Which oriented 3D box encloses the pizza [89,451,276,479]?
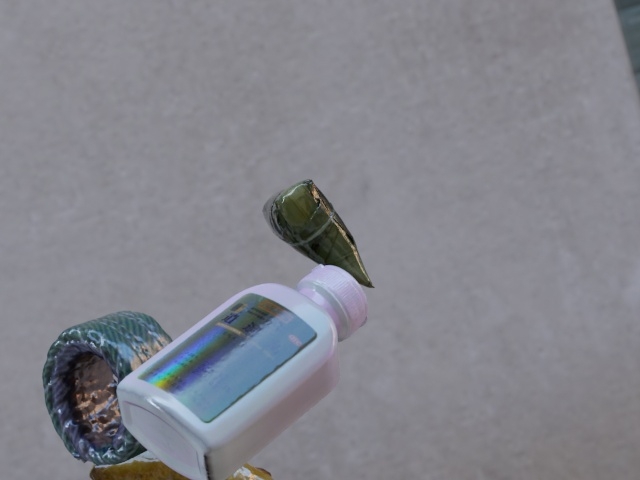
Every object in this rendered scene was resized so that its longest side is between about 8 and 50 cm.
[{"bbox_3d":[-0.114,0.383,1.725,0.277,0.409,0.114,-53,11,-5],"label":"pizza"}]

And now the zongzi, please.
[{"bbox_3d":[0.000,0.000,1.403,0.052,0.113,0.104,-43,6,-7],"label":"zongzi"}]

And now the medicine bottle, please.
[{"bbox_3d":[-0.053,0.101,1.297,0.115,0.078,0.219,28,50,34],"label":"medicine bottle"}]

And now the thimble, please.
[{"bbox_3d":[-0.192,0.137,1.485,0.118,0.135,0.090,-7,6,34],"label":"thimble"}]
